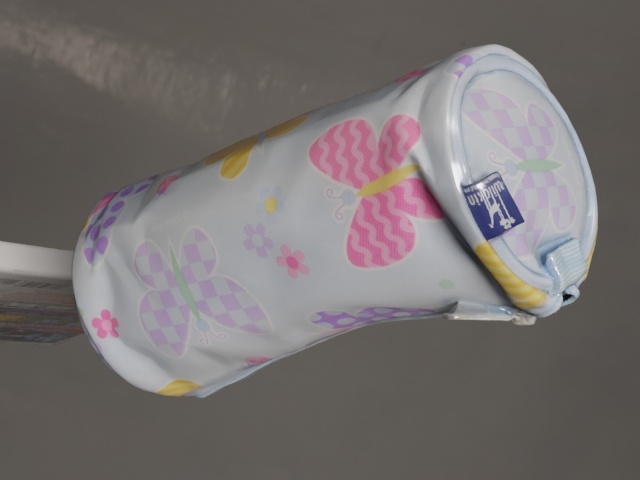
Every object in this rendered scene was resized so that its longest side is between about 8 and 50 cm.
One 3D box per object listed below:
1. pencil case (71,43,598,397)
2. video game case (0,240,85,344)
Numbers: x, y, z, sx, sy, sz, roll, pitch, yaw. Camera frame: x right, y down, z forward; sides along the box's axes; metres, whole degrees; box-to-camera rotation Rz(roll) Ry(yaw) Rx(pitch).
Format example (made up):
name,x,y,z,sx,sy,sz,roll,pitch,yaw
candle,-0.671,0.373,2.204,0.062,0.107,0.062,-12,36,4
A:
name,x,y,z,sx,sy,sz,roll,pitch,yaw
pencil case,0.000,0.000,0.673,0.273,0.113,0.124,-17,109,38
video game case,-0.207,0.041,0.962,0.183,0.023,0.201,-19,163,36
